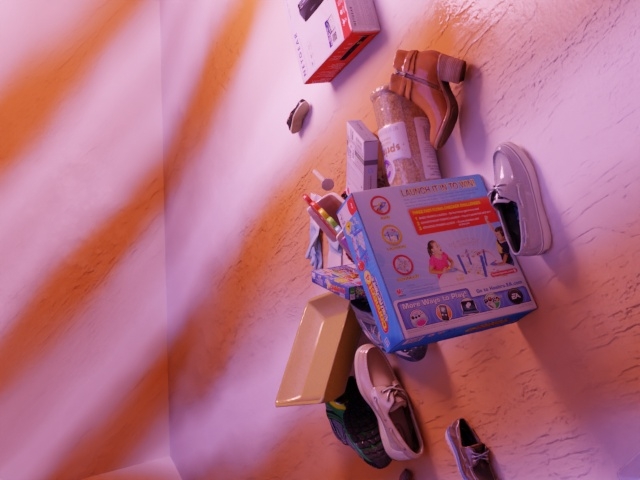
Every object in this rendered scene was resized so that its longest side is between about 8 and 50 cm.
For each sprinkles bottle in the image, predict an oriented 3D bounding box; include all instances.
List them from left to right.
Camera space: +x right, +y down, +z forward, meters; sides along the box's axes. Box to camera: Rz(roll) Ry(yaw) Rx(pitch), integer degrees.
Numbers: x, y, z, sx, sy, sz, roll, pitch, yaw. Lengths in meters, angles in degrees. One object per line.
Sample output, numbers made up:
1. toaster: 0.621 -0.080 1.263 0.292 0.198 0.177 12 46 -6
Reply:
1. sprinkles bottle: 0.199 -0.165 1.773 0.121 0.121 0.356 -23 77 63

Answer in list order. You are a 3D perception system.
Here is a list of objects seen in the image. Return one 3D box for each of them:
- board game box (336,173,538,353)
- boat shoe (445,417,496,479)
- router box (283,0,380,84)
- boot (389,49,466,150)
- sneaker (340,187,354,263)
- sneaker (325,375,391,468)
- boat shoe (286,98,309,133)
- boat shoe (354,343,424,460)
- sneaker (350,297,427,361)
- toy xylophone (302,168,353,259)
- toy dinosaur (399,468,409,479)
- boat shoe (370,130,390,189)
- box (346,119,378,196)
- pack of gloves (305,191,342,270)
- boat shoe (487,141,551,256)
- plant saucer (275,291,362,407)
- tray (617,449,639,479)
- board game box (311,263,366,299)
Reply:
1. board game box: 0.224 0.037 1.577 0.086 0.308 0.302 -54 50 57
2. boat shoe: 0.331 0.470 1.766 0.183 0.066 0.066 58 144 38
3. router box: 0.012 -0.609 2.051 0.301 0.082 0.336 -33 69 61
4. boot: 0.212 -0.297 1.689 0.152 0.073 0.197 16 104 23
5. sneaker: 0.103 -0.040 2.064 0.093 0.087 0.225 -66 -28 -62
6. sneaker: 0.110 0.502 2.179 0.343 0.134 0.146 -131 33 -61
7. boat shoe: -0.068 -0.362 2.325 0.042 0.048 0.133 61 152 21
8. boat shoe: 0.177 0.397 2.015 0.098 0.109 0.303 -30 77 56
9. sneaker: 0.180 0.226 1.985 0.283 0.110 0.122 43 152 55
10. toy xylophone: 0.043 -0.047 1.870 0.236 0.081 0.322 50 179 -11
11. toy dinosaur: 0.232 0.728 1.994 0.295 0.127 0.201 44 129 43
12. boat shoe: 0.150 -0.123 1.942 0.104 0.089 0.286 149 114 -78
13. box: 0.094 -0.166 1.868 0.145 0.038 0.186 -118 25 -61
14. pack of gloves: 0.000 0.000 2.307 0.195 0.046 0.232 36 129 56
15. boat shoe: 0.361 -0.078 1.519 0.079 0.081 0.228 -38 64 60
16. plant saucer: 0.012 0.304 2.215 0.333 0.080 0.333 -27 41 63
17. tray: 0.582 0.363 1.273 0.145 0.030 0.270 62 148 34
18. board game box: 0.081 0.103 2.074 0.201 0.136 0.035 21 116 61
